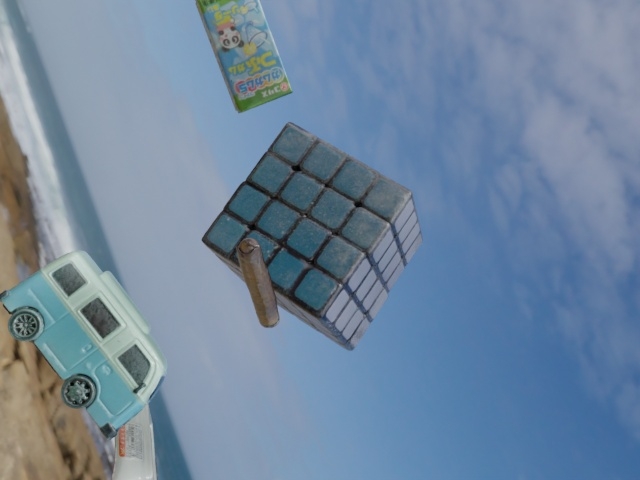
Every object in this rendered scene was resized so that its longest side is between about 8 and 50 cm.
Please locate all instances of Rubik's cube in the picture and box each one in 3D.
[{"bbox_3d":[0.000,0.000,1.925,0.344,0.337,0.344,30,-10,21],"label":"Rubik's cube"}]

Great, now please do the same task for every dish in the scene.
[{"bbox_3d":[-0.334,0.376,1.518,0.151,0.077,0.213,97,-16,-52],"label":"dish"}]

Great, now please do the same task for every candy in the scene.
[{"bbox_3d":[-0.123,-0.313,1.376,0.062,0.097,0.195,-148,-144,-76],"label":"candy"}]

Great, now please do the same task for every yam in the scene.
[{"bbox_3d":[-0.106,0.075,1.477,0.264,0.046,0.046,82,-17,-56],"label":"yam"}]

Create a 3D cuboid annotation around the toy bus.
[{"bbox_3d":[-0.349,0.154,1.315,0.271,0.164,0.133,53,-9,-3],"label":"toy bus"}]
